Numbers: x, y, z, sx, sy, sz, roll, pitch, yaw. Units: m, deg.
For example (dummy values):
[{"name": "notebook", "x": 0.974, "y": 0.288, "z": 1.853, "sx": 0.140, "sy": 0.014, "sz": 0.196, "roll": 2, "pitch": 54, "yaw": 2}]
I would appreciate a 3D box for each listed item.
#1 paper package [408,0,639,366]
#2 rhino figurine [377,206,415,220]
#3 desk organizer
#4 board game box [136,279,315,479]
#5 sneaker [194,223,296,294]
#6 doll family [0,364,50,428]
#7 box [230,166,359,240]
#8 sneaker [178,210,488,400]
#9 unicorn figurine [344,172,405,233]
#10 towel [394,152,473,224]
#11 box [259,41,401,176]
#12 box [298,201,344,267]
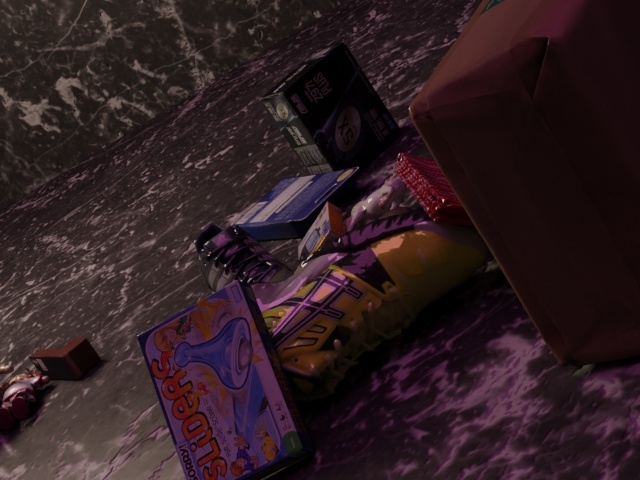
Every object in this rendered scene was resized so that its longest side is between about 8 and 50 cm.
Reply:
[{"name": "paper package", "x": 0.260, "y": -0.102, "z": 1.289, "sx": 0.168, "sy": 0.309, "sz": 0.325, "roll": -21, "pitch": 20, "yaw": 36}, {"name": "rhino figurine", "x": 0.042, "y": 0.044, "z": 1.690, "sx": 0.243, "sy": 0.073, "sz": 0.106, "roll": -37, "pitch": 20, "yaw": -4}, {"name": "desk organizer", "x": -0.396, "y": 0.182, "z": 2.147, "sx": 0.050, "sy": 0.047, "sz": 0.130, "roll": -41, "pitch": 19, "yaw": -30}, {"name": "board game box", "x": -0.103, "y": 0.161, "z": 1.470, "sx": 0.136, "sy": 0.201, "sz": 0.035, "roll": -30, "pitch": -24, "yaw": 15}, {"name": "sneaker", "x": -0.103, "y": 0.047, "z": 1.853, "sx": 0.111, "sy": 0.121, "sz": 0.300, "roll": -39, "pitch": 18, "yaw": -16}, {"name": "doll family", "x": -0.551, "y": 0.249, "z": 2.125, "sx": 0.263, "sy": 0.118, "sz": 0.163, "roll": -33, "pitch": 17, "yaw": 3}, {"name": "box", "x": -0.034, "y": -0.054, "z": 2.142, "sx": 0.136, "sy": 0.036, "sz": 0.225, "roll": -43, "pitch": 18, "yaw": -26}, {"name": "sneaker", "x": 0.018, "y": 0.098, "z": 1.548, "sx": 0.385, "sy": 0.145, "sz": 0.147, "roll": -27, "pitch": 51, "yaw": 10}, {"name": "unicorn figurine", "x": 0.089, "y": -0.050, "z": 1.873, "sx": 0.162, "sy": 0.060, "sz": 0.111, "roll": -23, "pitch": 25, "yaw": 24}, {"name": "towel", "x": 0.200, "y": -0.059, "z": 1.569, "sx": 0.199, "sy": 0.031, "sz": 0.275, "roll": 3, "pitch": 14, "yaw": -8}, {"name": "box", "x": 0.017, "y": -0.197, "z": 2.191, "sx": 0.147, "sy": 0.180, "sz": 0.078, "roll": -43, "pitch": 19, "yaw": -26}, {"name": "box", "x": 0.000, "y": 0.000, "z": 1.904, "sx": 0.081, "sy": 0.028, "sz": 0.136, "roll": -57, "pitch": 14, "yaw": 16}]
